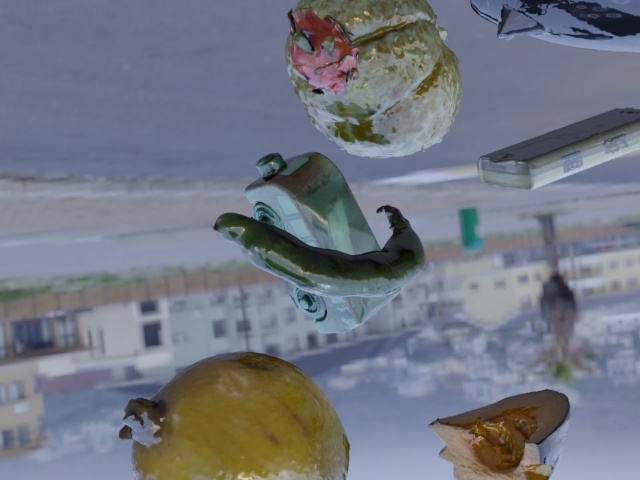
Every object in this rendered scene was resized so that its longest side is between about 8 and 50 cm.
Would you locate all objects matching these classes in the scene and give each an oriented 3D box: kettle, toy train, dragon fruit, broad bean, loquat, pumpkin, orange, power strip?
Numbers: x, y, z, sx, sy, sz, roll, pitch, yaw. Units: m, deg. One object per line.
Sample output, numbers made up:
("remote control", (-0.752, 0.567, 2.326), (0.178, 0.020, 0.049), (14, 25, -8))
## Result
("kettle", (0.314, -0.354, 1.501), (0.290, 0.268, 0.207), (2, 156, 12))
("toy train", (0.000, 0.000, 2.045), (0.129, 0.326, 0.159), (-37, -163, -36))
("dragon fruit", (-0.001, -0.236, 1.528), (0.086, 0.116, 0.081), (-46, -166, -31))
("broad bean", (0.021, 0.012, 1.409), (0.292, 0.144, 0.049), (-6, 133, -43))
("loquat", (-0.093, 0.206, 1.204), (0.246, 0.213, 0.213), (31, 156, -32))
("pumpkin", (0.295, 0.305, 1.822), (0.149, 0.130, 0.254), (-26, -169, -30))
("orange", (0.084, -0.264, 2.081), (0.271, 0.210, 0.368), (-14, 134, 22))
("power strip", (0.299, -0.110, 1.401), (0.268, 0.034, 0.092), (-20, -163, -29))
